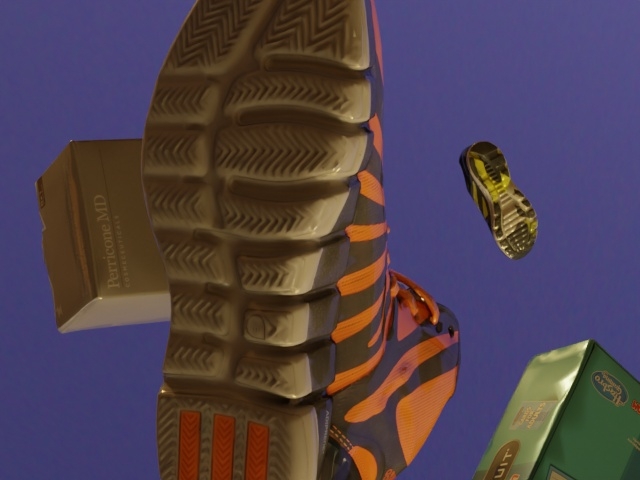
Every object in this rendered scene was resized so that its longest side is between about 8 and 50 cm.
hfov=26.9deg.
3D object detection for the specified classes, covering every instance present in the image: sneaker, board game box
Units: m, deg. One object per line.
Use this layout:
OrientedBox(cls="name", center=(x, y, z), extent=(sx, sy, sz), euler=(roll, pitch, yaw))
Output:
OrientedBox(cls="sneaker", center=(0.116, -0.028, 0.873), extent=(0.031, 0.035, 0.083), euler=(-24, -78, -9))
OrientedBox(cls="board game box", center=(0.199, 0.283, 0.978), extent=(0.254, 0.079, 0.336), euler=(41, -121, -14))
OrientedBox(cls="sneaker", center=(0.000, 0.000, 0.729), extent=(0.124, 0.180, 0.321), euler=(12, -81, 30))

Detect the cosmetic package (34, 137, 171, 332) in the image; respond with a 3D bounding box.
OrientedBox(cls="cosmetic package", center=(-0.088, -0.009, 1.031), extent=(0.238, 0.107, 0.127), euler=(-5, -105, -33))
